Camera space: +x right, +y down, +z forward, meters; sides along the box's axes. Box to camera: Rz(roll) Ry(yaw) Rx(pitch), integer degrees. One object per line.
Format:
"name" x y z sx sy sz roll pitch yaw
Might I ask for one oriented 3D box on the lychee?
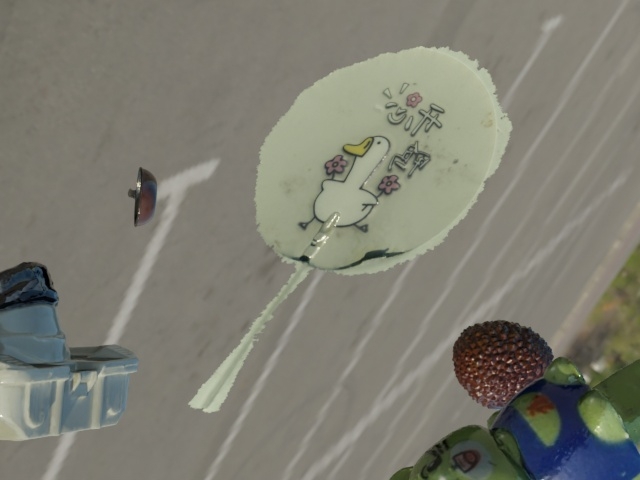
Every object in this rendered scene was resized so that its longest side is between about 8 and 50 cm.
"lychee" 0.238 0.160 1.582 0.129 0.123 0.123 -17 166 6

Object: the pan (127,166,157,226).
"pan" -0.205 -0.052 1.407 0.115 0.023 0.068 -155 -110 -73

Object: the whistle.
"whistle" 0.139 0.126 0.720 0.227 0.105 0.085 -32 127 -4

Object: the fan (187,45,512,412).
"fan" 0.000 0.000 1.068 0.233 0.012 0.414 24 113 -37

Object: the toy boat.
"toy boat" -0.252 0.057 0.749 0.141 0.269 0.140 -42 140 -50
